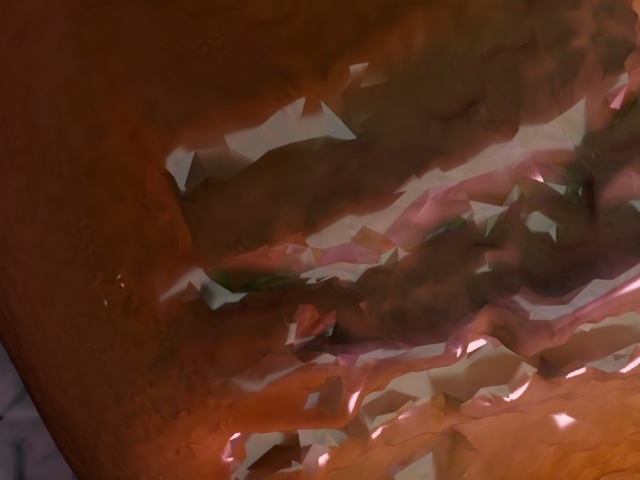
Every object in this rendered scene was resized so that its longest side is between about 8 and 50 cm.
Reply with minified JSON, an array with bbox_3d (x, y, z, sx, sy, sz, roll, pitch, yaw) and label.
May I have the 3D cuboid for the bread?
[{"bbox_3d":[0.000,0.000,0.483,0.204,0.162,0.262,-22,102,-3],"label":"bread"}]
